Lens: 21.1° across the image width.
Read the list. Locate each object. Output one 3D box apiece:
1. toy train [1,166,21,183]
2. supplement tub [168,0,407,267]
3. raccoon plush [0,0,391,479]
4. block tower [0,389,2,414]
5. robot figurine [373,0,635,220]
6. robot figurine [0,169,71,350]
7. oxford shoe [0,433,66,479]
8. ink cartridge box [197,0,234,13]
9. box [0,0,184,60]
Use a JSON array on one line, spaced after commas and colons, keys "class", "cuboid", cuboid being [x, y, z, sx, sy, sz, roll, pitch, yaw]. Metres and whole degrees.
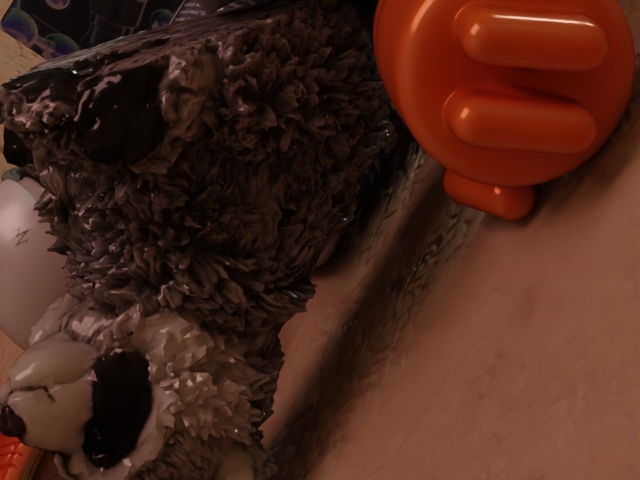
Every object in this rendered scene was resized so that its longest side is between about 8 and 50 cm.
[{"class": "toy train", "cuboid": [-0.229, 0.000, 1.744, 0.334, 0.190, 0.142, -119, 29, -72]}, {"class": "supplement tub", "cuboid": [-0.015, -0.134, 1.263, 0.272, 0.191, 0.191, -59, 13, -10]}, {"class": "raccoon plush", "cuboid": [0.000, 0.000, 1.068, 0.446, 0.299, 0.216, -19, 13, -13]}, {"class": "block tower", "cuboid": [-0.233, 0.155, 1.594, 0.097, 0.091, 0.335, -58, 13, -10]}, {"class": "robot figurine", "cuboid": [0.094, -0.102, 0.935, 0.128, 0.158, 0.219, -33, 17, 6]}, {"class": "robot figurine", "cuboid": [-0.152, -0.013, 1.414, 0.278, 0.209, 0.173, -32, 22, -19]}, {"class": "oxford shoe", "cuboid": [-0.174, 0.181, 1.204, 0.363, 0.133, 0.130, -64, 15, -14]}, {"class": "ink cartridge box", "cuboid": [0.038, -0.224, 1.064, 0.275, 0.060, 0.239, -27, -5, 1]}, {"class": "box", "cuboid": [-0.048, -0.285, 1.519, 0.395, 0.293, 0.212, -47, 16, 37]}]
